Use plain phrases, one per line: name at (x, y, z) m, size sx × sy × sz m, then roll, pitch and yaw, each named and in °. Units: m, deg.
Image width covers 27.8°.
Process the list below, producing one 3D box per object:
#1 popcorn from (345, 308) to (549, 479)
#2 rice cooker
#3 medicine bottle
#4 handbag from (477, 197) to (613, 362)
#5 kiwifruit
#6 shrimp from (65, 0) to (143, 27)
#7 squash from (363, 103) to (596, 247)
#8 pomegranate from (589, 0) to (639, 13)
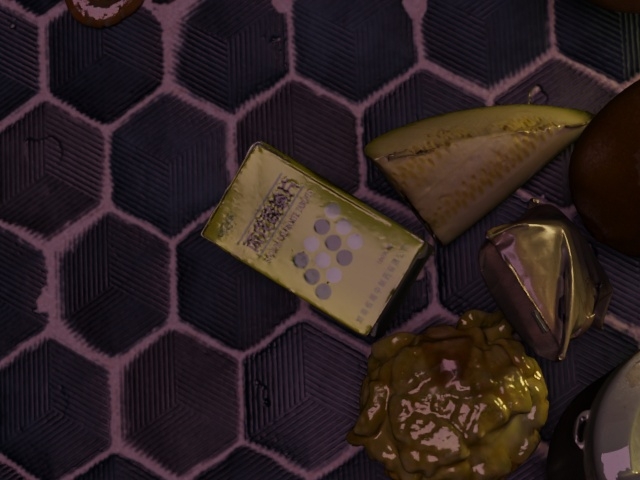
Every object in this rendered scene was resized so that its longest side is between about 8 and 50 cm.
popcorn at (0.147, 0.184, 1.499) m, size 0.235 × 0.181 × 0.217 m, roll -1°, pitch 81°, yaw 4°
rice cooker at (0.401, 0.244, 1.385) m, size 0.288 × 0.277 × 0.288 m, roll 2°, pitch 72°, yaw -5°
medicine bottle at (0.000, 0.000, 1.566) m, size 0.250 × 0.141 × 0.137 m, roll 31°, pitch 92°, yaw 11°
handbag at (0.260, 0.045, 1.470) m, size 0.117 × 0.270 × 0.182 m, roll -33°, pitch 86°, yaw 21°
kiwifruit at (0.397, -0.086, 1.489) m, size 0.196 × 0.196 × 0.234 m, roll 45°, pitch 95°, yaw 11°
shrimp at (-0.293, -0.372, 1.705) m, size 0.124 × 0.034 × 0.178 m, roll -18°, pitch 83°, yaw 3°
squash at (0.190, -0.137, 1.567) m, size 0.252 × 0.093 × 0.169 m, roll -39°, pitch 124°, yaw 3°
pomegranate at (0.414, -0.441, 1.446) m, size 0.416 × 0.416 × 0.417 m, roll -1°, pitch 83°, yaw 8°
